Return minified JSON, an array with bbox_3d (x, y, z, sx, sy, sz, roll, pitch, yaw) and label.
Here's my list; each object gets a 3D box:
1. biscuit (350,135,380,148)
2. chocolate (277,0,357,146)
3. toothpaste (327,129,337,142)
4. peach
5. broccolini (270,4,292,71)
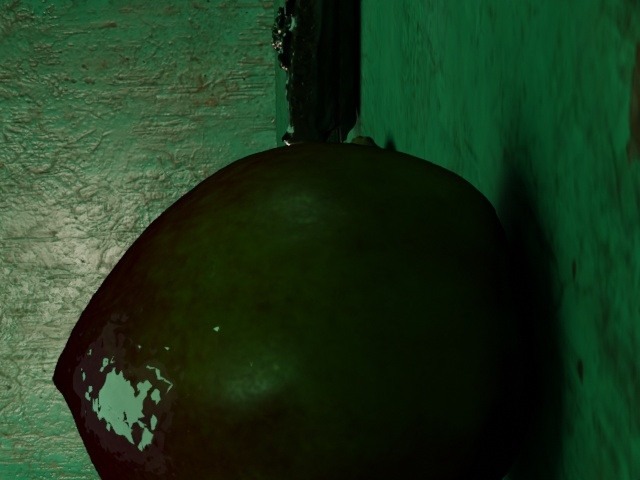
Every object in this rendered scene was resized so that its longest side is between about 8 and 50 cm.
[{"bbox_3d":[0.038,0.032,1.106,0.220,0.033,0.220,176,90,-85],"label":"biscuit"},{"bbox_3d":[0.003,-0.237,1.301,0.102,0.065,0.329,-65,-22,-66],"label":"chocolate"},{"bbox_3d":[-0.002,-0.086,1.564,0.037,0.043,0.178,90,177,-71],"label":"toothpaste"},{"bbox_3d":[-0.012,0.056,0.636,0.197,0.197,0.197,178,90,-86],"label":"peach"},{"bbox_3d":[-0.004,-0.211,1.530,0.091,0.068,0.202,-63,13,-2],"label":"broccolini"}]
